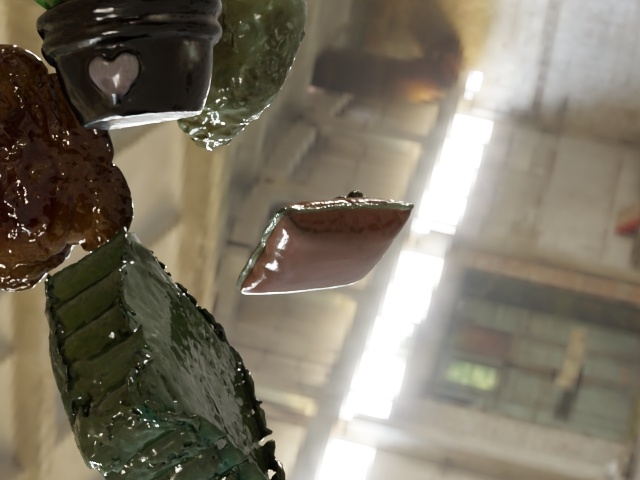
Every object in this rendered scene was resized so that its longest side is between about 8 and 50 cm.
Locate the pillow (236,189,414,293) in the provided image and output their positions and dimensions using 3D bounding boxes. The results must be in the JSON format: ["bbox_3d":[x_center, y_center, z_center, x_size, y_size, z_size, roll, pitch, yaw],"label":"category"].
[{"bbox_3d":[0.000,0.000,1.904,0.171,0.179,0.075,-57,47,49],"label":"pillow"}]

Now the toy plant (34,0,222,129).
[{"bbox_3d":[-0.191,-0.226,1.533,0.175,0.218,0.235,1,-98,-73],"label":"toy plant"}]

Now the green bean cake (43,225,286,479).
[{"bbox_3d":[-0.152,0.146,1.527,0.255,0.132,0.241,51,-165,-45],"label":"green bean cake"}]

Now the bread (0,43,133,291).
[{"bbox_3d":[-0.327,-0.077,1.713,0.247,0.232,0.135,63,-179,-5],"label":"bread"}]

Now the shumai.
[{"bbox_3d":[-0.159,-0.256,2.089,0.260,0.222,0.225,-25,45,44],"label":"shumai"}]
